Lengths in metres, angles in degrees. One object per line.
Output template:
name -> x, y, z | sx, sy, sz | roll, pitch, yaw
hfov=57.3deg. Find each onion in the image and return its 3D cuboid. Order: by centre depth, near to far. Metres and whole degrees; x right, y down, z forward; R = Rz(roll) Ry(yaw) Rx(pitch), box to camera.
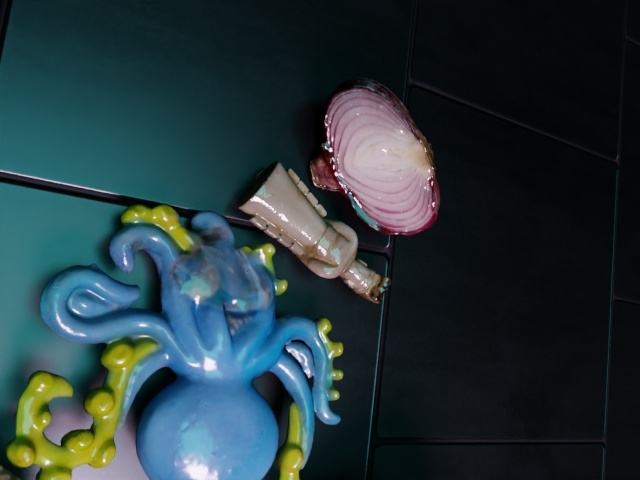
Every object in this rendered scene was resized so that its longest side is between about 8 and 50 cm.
onion -> 0.070, -0.107, 0.741 | 0.205, 0.151, 0.098 | 69, 26, -21

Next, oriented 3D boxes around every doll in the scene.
doll -> -0.129, 0.133, 0.618 | 0.346, 0.099, 0.341 | 14, 67, -34

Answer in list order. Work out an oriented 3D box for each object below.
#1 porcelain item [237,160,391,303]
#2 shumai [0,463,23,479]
porcelain item -> 0.000, 0.000, 0.713 | 0.213, 0.054, 0.084 | 42, 70, -21
shumai -> -0.340, 0.318, 0.431 | 0.346, 0.283, 0.217 | 38, 23, 6
